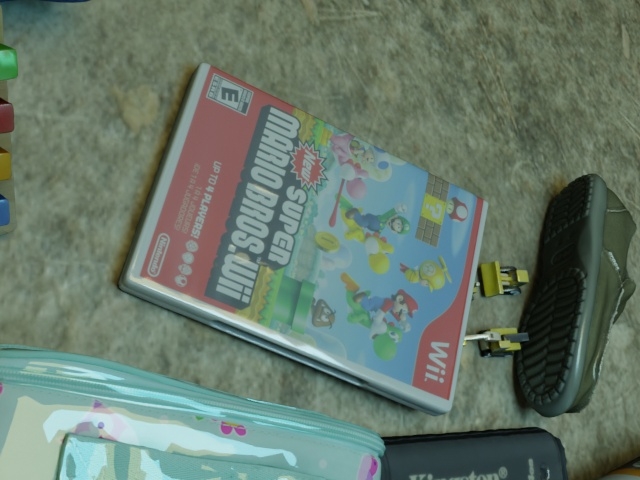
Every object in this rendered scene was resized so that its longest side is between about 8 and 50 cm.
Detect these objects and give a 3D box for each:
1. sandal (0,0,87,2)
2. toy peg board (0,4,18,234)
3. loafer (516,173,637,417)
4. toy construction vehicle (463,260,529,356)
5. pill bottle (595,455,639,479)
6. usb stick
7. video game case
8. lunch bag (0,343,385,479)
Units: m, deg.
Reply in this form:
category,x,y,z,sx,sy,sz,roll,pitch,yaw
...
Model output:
category,x,y,z,sx,sy,sz,roll,pitch,yaw
sandal,-0.293,-0.169,0.684,0.318,0.126,0.138,-6,82,-26
toy peg board,-0.257,-0.057,0.635,0.161,0.079,0.160,-13,116,-35
loafer,0.251,0.053,0.962,0.087,0.094,0.251,29,60,-17
toy construction vehicle,0.152,0.059,0.933,0.098,0.035,0.085,5,71,-31
pill bottle,0.359,0.246,0.925,0.279,0.162,0.162,-14,81,-36
usb stick,0.089,0.193,0.839,0.278,0.045,0.077,3,71,-32
video game case,0.000,0.000,0.848,0.285,0.025,0.204,24,61,-19
lunch bag,-0.106,0.140,0.622,0.279,0.224,0.107,16,66,-27
